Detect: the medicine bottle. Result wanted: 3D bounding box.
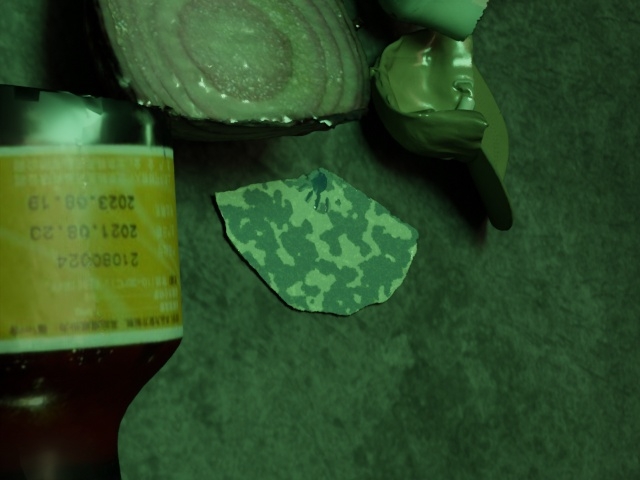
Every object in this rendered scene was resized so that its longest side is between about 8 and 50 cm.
[{"bbox_3d":[-0.214,0.095,1.252,0.242,0.242,0.395,1,91,-44],"label":"medicine bottle"}]

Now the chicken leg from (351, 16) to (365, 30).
[{"bbox_3d":[0.010,-0.189,1.683,0.083,0.021,0.036,7,64,-43],"label":"chicken leg"}]

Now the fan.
[{"bbox_3d":[0.000,0.000,1.624,0.240,0.009,0.131,11,71,-41],"label":"fan"}]

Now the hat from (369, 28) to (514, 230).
[{"bbox_3d":[0.111,-0.091,1.729,0.166,0.144,0.173,-89,-179,-54],"label":"hat"}]

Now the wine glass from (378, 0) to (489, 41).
[{"bbox_3d":[0.056,-0.246,1.671,0.195,0.079,0.079,23,62,-21],"label":"wine glass"}]

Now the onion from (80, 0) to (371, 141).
[{"bbox_3d":[-0.098,-0.165,1.523,0.250,0.111,0.247,1,54,-33],"label":"onion"}]
